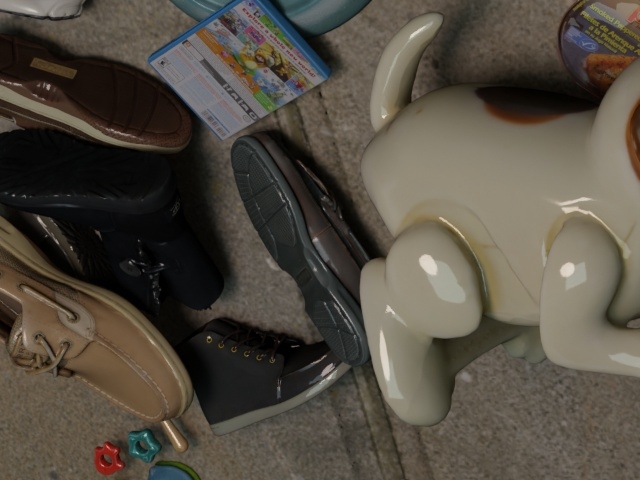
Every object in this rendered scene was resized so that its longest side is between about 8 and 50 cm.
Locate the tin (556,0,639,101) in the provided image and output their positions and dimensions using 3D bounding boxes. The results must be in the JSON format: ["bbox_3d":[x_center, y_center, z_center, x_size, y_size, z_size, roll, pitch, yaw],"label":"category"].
[{"bbox_3d":[0.312,-0.165,1.726,0.190,0.040,0.106,36,125,4],"label":"tin"}]

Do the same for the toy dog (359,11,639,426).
[{"bbox_3d":[0.258,-0.049,1.657,0.408,0.285,0.395,-18,84,40],"label":"toy dog"}]

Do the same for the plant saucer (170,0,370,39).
[{"bbox_3d":[-0.070,-0.341,1.804,0.318,0.044,0.317,9,115,19],"label":"plant saucer"}]

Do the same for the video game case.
[{"bbox_3d":[-0.084,-0.177,1.867,0.166,0.015,0.119,-27,114,41],"label":"video game case"}]

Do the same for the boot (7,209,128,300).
[{"bbox_3d":[-0.334,0.054,2.075,0.208,0.076,0.189,-35,85,26],"label":"boot"}]

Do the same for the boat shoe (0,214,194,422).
[{"bbox_3d":[-0.293,0.097,1.962,0.341,0.110,0.121,35,137,7],"label":"boat shoe"}]

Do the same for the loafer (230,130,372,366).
[{"bbox_3d":[0.000,0.000,1.917,0.267,0.084,0.096,61,149,1],"label":"loafer"}]

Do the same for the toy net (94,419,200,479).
[{"bbox_3d":[-0.199,0.216,2.110,0.122,0.045,0.232,11,115,20],"label":"toy net"}]

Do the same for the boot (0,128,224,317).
[{"bbox_3d":[-0.236,-0.011,1.954,0.246,0.094,0.207,8,143,22],"label":"boot"}]

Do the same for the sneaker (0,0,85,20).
[{"bbox_3d":[-0.366,-0.303,1.929,0.275,0.107,0.110,12,98,12],"label":"sneaker"}]

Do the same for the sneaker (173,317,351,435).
[{"bbox_3d":[-0.061,0.124,1.986,0.222,0.083,0.118,-27,97,29],"label":"sneaker"}]

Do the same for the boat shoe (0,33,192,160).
[{"bbox_3d":[-0.256,-0.139,1.957,0.257,0.095,0.095,24,143,10],"label":"boat shoe"}]
